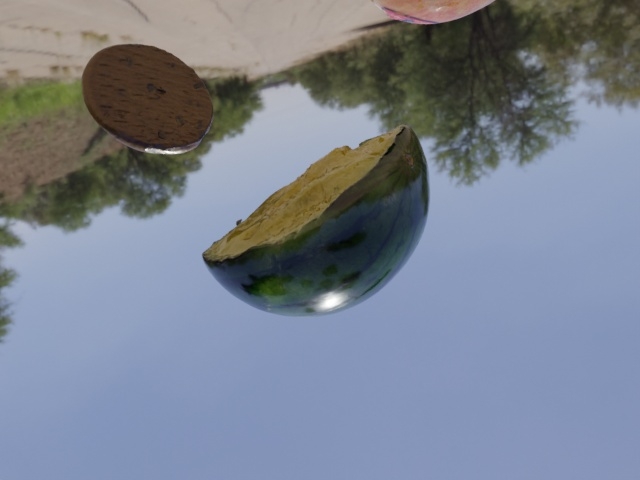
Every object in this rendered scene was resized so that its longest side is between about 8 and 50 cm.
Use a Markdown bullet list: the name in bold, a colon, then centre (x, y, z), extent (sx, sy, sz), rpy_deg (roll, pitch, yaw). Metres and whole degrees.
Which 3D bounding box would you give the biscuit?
- **biscuit**: centre (-0.271, -0.223, 1.155), extent (0.212, 0.212, 0.036), rpy_deg (-25, 168, -40)

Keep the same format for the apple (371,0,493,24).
- **apple**: centre (0.114, -0.317, 0.720), extent (0.209, 0.209, 0.164), rpy_deg (-21, -149, -27)

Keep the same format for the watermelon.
- **watermelon**: centre (0.006, -0.003, 0.660), extent (0.232, 0.127, 0.204), rpy_deg (-31, -167, 22)
